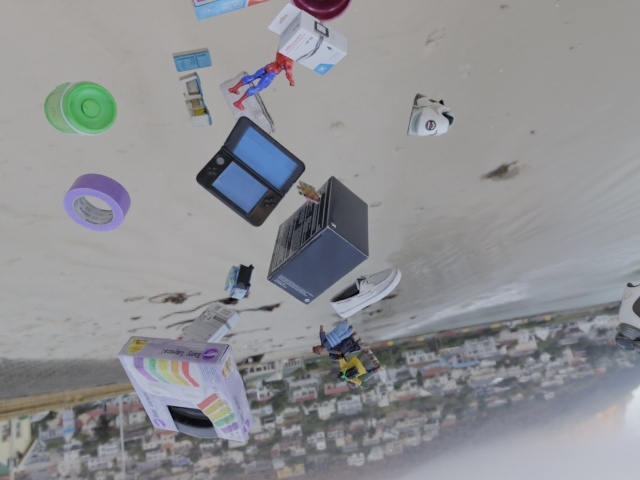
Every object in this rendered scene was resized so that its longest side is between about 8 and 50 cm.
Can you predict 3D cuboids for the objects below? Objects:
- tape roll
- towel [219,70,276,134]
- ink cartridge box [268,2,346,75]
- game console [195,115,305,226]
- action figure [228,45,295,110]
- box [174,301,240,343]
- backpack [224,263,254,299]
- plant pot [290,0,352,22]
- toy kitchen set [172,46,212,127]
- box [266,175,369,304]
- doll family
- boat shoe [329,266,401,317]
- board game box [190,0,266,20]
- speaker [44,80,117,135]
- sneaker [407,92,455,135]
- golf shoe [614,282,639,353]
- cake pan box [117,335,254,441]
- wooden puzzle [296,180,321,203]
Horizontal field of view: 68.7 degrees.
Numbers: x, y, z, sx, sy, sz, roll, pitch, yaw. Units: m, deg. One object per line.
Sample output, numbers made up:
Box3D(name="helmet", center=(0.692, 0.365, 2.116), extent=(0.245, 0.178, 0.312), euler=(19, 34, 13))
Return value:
Box3D(name="tape roll", center=(-0.733, -0.122, 1.542), extent=(0.189, 0.080, 0.189), euler=(1, 134, 1))
Box3D(name="towel", center=(-0.316, -0.568, 2.020), extent=(0.187, 0.282, 0.049), euler=(-7, -151, 43))
Box3D(name="ink cartridge box", center=(-0.034, -0.503, 1.182), extent=(0.180, 0.060, 0.104), euler=(16, 155, -33))
Box3D(name="game console", center=(-0.249, -0.238, 1.656), extent=(0.293, 0.250, 0.173), euler=(38, 158, -6))
Box3D(name="action figure", center=(-0.135, -0.500, 1.424), extent=(0.280, 0.091, 0.139), euler=(-28, 166, 32))
Box3D(name="box", center=(-0.373, 0.293, 1.542), extent=(0.145, 0.038, 0.186), euler=(10, -134, 45))
Box3D(name="backpack", center=(-0.289, 0.146, 1.637), extent=(0.084, 0.105, 0.114), euler=(15, 140, -13))
Box3D(name="plant pot", center=(0.007, -0.803, 1.423), extent=(0.201, 0.180, 0.201), euler=(3, 143, 2))
Box3D(name="toy kitchen set", center=(-0.409, -0.520, 1.596), extent=(0.122, 0.166, 0.207), euler=(-16, 132, -12))
Box3D(name="box", center=(0.000, 0.000, 1.534), extent=(0.183, 0.296, 0.294), euler=(35, 123, -21))
Box3D(name="doll family", center=(0.060, 0.274, 1.107), extent=(0.111, 0.193, 0.076), euler=(-36, 176, -2))
Box3D(name="boat shoe", center=(0.153, 0.165, 1.635), extent=(0.268, 0.096, 0.088), euler=(-32, 120, 16))
Box3D(name="board game box", center=(-0.300, -0.827, 1.358), extent=(0.242, 0.316, 0.064), euler=(-20, 176, -9))
Box3D(name="speaker", center=(-0.612, -0.331, 1.186), extent=(0.131, 0.131, 0.297), euler=(1, -170, -39))
Box3D(name="sneaker", center=(0.374, -0.412, 1.578), extent=(0.146, 0.122, 0.330), euler=(9, -149, 8))
Box3D(name="golf shoe", center=(0.444, 0.078, 0.560), extent=(0.198, 0.093, 0.077), euler=(-7, -178, -20))
Box3D(name="cake pan box", center=(-0.294, 0.336, 1.051), extent=(0.246, 0.266, 0.070), euler=(3, -146, 17))
Box3D(name="wooden puzzle", center=(-0.027, -0.112, 1.090), extent=(0.006, 0.049, 0.083), euler=(-37, 142, 29))
